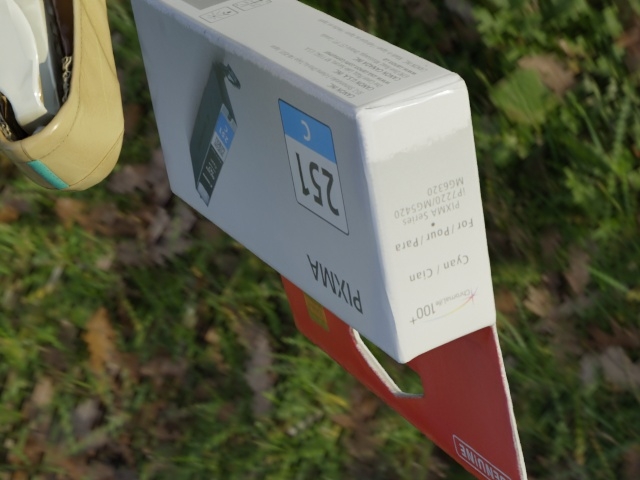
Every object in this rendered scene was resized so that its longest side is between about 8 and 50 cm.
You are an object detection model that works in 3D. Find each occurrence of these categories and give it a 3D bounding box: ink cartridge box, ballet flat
[{"bbox_3d":[0.000,0.000,1.034,0.066,0.261,0.296,-21,27,-20],"label":"ink cartridge box"},{"bbox_3d":[-0.144,-0.139,0.902,0.080,0.073,0.232,-20,75,17],"label":"ballet flat"}]
